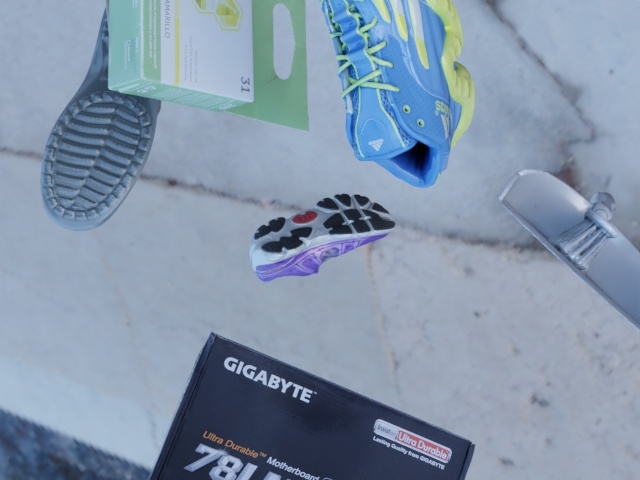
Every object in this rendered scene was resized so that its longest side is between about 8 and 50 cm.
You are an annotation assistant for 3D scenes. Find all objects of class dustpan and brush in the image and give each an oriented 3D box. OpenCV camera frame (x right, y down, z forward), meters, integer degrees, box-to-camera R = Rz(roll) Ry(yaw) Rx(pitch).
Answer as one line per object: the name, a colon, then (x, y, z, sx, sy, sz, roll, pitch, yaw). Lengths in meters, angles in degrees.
dustpan and brush: (0.211, -0.010, 0.996, 0.147, 0.211, 0.060, 43, 99, 3)

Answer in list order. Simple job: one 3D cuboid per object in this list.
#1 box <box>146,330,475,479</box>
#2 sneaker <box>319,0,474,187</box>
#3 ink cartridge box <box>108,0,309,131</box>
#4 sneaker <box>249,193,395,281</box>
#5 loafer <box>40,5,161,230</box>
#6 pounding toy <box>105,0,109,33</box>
box: (-0.030, 0.279, 1.240, 0.296, 0.293, 0.073, 25, 159, -6)
sneaker: (0.049, -0.133, 0.887, 0.091, 0.126, 0.240, -12, 135, 25)
ink cartridge box: (-0.078, -0.196, 1.120, 0.056, 0.235, 0.171, -10, 78, 45)
sneaker: (0.000, 0.000, 1.413, 0.071, 0.170, 0.068, 92, 157, -47)
loafer: (-0.192, -0.122, 1.223, 0.094, 0.251, 0.087, 20, 166, 0)
pounding toy: (-0.207, -0.322, 1.121, 0.237, 0.110, 0.183, 55, -172, -37)
